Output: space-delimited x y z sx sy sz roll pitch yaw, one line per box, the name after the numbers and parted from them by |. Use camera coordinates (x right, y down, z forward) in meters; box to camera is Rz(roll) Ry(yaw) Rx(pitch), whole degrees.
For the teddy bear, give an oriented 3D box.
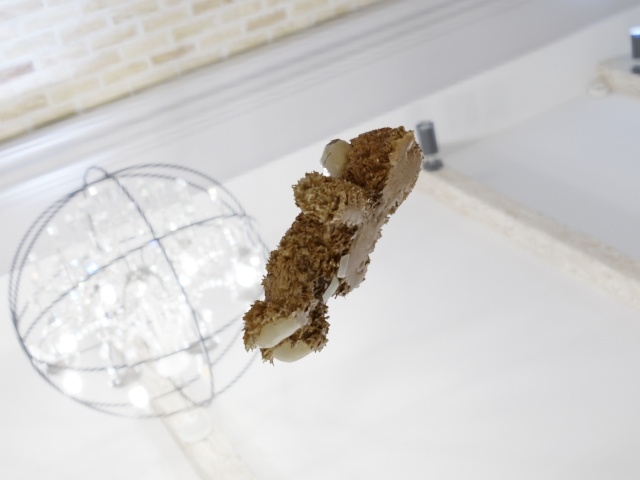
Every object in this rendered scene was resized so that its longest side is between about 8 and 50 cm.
0.000 0.000 1.147 0.113 0.338 0.245 26 -175 25 | teddy bear
